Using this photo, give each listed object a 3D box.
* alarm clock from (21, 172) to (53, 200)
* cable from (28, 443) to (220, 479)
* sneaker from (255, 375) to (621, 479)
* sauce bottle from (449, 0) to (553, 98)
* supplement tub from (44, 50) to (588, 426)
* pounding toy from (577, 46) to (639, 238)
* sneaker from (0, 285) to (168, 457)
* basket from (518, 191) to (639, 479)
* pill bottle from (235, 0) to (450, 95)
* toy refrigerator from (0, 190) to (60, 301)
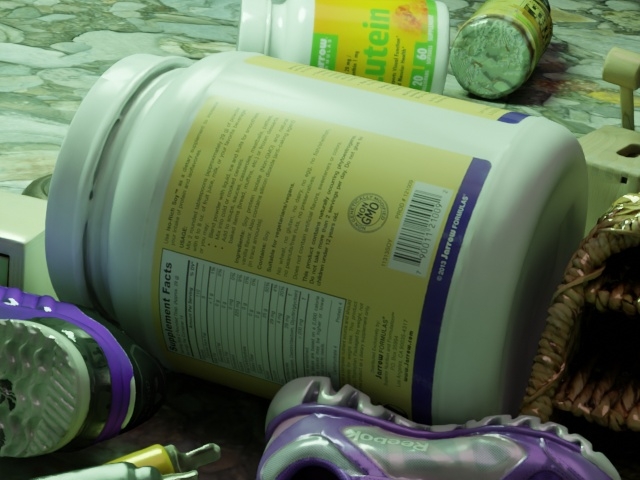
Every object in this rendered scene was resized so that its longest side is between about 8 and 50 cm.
[{"bbox_3d":[-0.206,-0.026,1.317,0.129,0.064,0.192,-7,22,-32],"label":"alarm clock"},{"bbox_3d":[-0.182,0.181,0.840,0.287,0.072,0.139,-9,41,-7],"label":"cable"},{"bbox_3d":[0.062,0.157,0.903,0.236,0.095,0.104,9,27,18],"label":"sneaker"},{"bbox_3d":[0.257,-0.283,2.043,0.111,0.111,0.344,12,23,12],"label":"sauce bottle"},{"bbox_3d":[0.000,0.000,1.063,0.331,0.241,0.241,15,23,20],"label":"supplement tub"},{"bbox_3d":[0.286,-0.066,1.369,0.094,0.206,0.181,19,24,27],"label":"pounding toy"},{"bbox_3d":[-0.224,0.075,1.014,0.293,0.102,0.146,18,9,34],"label":"sneaker"},{"bbox_3d":[0.295,0.088,0.969,0.299,0.213,0.223,15,22,20],"label":"basket"},{"bbox_3d":[0.023,-0.229,1.798,0.245,0.136,0.136,5,21,-5],"label":"pill bottle"},{"bbox_3d":[-0.328,0.008,1.131,0.269,0.102,0.094,13,22,12],"label":"toy refrigerator"}]
